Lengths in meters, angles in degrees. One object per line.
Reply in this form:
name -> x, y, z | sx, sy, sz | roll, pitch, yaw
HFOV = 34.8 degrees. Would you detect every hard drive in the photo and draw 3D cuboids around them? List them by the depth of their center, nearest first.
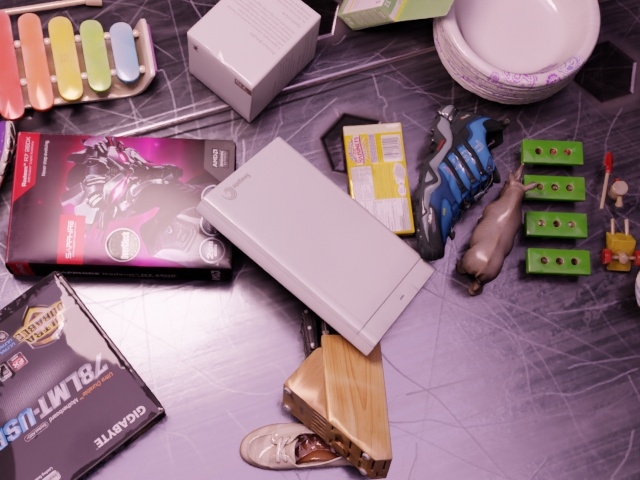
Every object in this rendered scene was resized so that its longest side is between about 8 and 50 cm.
hard drive -> 0.000, 0.000, 1.665 | 0.353, 0.047, 0.233 | 40, 44, 5

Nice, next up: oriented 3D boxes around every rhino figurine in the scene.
rhino figurine -> 0.306, -0.028, 1.750 | 0.073, 0.106, 0.243 | 26, 73, 2

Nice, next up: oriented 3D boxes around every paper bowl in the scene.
paper bowl -> 0.343, -0.379, 1.835 | 0.284, 0.148, 0.284 | 2, 73, -5

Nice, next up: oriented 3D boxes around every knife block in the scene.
knife block -> 0.065, 0.207, 1.639 | 0.275, 0.088, 0.242 | 37, 64, 19

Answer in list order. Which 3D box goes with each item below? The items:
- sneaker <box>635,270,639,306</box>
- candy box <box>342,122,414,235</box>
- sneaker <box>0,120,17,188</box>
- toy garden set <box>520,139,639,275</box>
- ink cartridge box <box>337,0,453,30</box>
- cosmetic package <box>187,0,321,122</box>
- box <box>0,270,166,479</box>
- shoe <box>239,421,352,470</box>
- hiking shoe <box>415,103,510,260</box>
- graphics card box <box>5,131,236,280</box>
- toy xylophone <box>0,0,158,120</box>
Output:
sneaker -> 0.622, 0.038, 1.785 | 0.085, 0.086, 0.237 | 29, 58, 33
candy box -> 0.101, -0.105, 1.795 | 0.105, 0.027, 0.206 | -5, 75, -2
sneaker -> -0.553, -0.122, 1.689 | 0.071, 0.068, 0.170 | 23, 99, -12
toy garden set -> 0.456, -0.052, 1.804 | 0.203, 0.049, 0.244 | 2, 73, -3
ink cartridge box -> 0.153, -0.465, 1.812 | 0.056, 0.235, 0.171 | 37, 69, -34
cosmetic package -> -0.117, -0.339, 1.780 | 0.151, 0.151, 0.184 | 41, 74, 7
box -> -0.448, 0.250, 1.622 | 0.295, 0.073, 0.293 | -37, 79, -13
shoe -> -0.020, 0.328, 1.642 | 0.219, 0.058, 0.077 | -1, 74, -6
hiking shoe -> 0.237, -0.101, 1.734 | 0.132, 0.113, 0.304 | 9, 64, 11
graphics card box -> -0.326, -0.055, 1.709 | 0.370, 0.094, 0.233 | 3, 73, -5
toy xylophone -> -0.454, -0.330, 1.772 | 0.322, 0.081, 0.236 | -17, 76, -17
